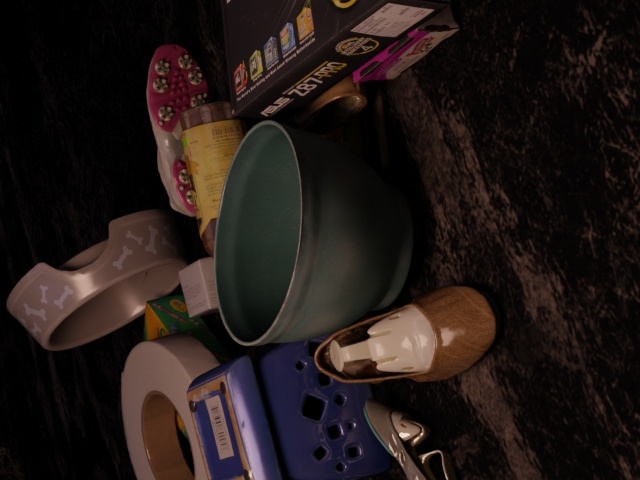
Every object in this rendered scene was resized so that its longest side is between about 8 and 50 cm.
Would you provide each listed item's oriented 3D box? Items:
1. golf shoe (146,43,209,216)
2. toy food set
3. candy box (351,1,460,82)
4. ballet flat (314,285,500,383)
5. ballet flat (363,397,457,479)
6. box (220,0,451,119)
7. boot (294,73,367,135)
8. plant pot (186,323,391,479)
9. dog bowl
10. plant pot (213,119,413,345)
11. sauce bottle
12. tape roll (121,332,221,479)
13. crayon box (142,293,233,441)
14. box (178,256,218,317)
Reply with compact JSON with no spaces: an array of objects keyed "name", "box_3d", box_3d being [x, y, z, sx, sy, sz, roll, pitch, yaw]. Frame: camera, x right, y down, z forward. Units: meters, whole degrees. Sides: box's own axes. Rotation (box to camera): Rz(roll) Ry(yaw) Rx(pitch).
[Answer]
[{"name":"golf shoe","box_3d":[-0.253,-0.186,2.095,0.140,0.115,0.306,-15,84,64]},{"name":"toy food set","box_3d":[0.025,-0.152,1.691,0.192,0.038,0.132,-3,96,60]},{"name":"candy box","box_3d":[0.077,-0.337,1.512,0.159,0.071,0.233,-31,72,57]},{"name":"ballet flat","box_3d":[0.093,0.136,1.573,0.342,0.124,0.116,-20,80,60]},{"name":"ballet flat","box_3d":[0.134,0.288,1.624,0.068,0.072,0.213,-45,57,23]},{"name":"box","box_3d":[-0.004,-0.358,1.462,0.395,0.097,0.318,-25,67,58]},{"name":"boot","box_3d":[-0.035,-0.269,1.671,0.236,0.089,0.269,-39,57,56]},{"name":"plant pot","box_3d":[-0.061,0.268,1.793,0.236,0.212,0.236,-31,72,60]},{"name":"dog bowl","box_3d":[-0.396,0.082,2.210,0.102,0.349,0.349,57,145,13]},{"name":"plant pot","box_3d":[0.000,0.000,1.592,0.293,0.196,0.293,-26,61,60]},{"name":"sauce bottle","box_3d":[-0.150,-0.051,1.952,0.111,0.111,0.344,-17,82,60]},{"name":"tape roll","box_3d":[-0.239,0.355,2.107,0.392,0.072,0.392,27,123,51]},{"name":"crayon box","box_3d":[-0.240,0.246,2.225,0.278,0.081,0.165,46,136,44]},{"name":"box","box_3d":[-0.172,0.074,2.037,0.101,0.102,0.087,-26,78,60]}]
